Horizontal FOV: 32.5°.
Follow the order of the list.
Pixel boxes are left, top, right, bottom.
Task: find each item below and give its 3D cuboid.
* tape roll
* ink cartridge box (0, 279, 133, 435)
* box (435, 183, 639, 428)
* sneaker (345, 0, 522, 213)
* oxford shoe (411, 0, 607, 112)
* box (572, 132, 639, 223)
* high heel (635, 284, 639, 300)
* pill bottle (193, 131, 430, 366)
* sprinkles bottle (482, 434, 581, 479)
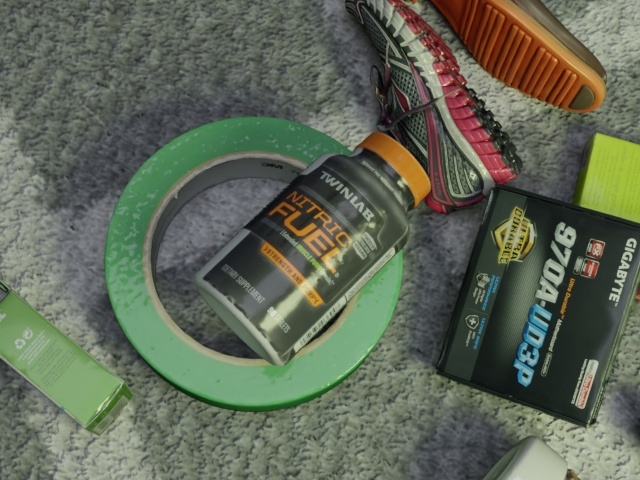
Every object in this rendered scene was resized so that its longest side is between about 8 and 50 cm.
[{"bbox_3d":[-0.072,0.025,1.212,0.321,0.077,0.321,1,76,-3],"label":"tape roll"},{"bbox_3d":[-0.299,0.115,1.158,0.209,0.109,0.062,38,76,6],"label":"ink cartridge box"},{"bbox_3d":[0.238,0.067,1.175,0.175,0.051,0.220,19,92,22],"label":"box"},{"bbox_3d":[0.105,-0.171,1.256,0.112,0.121,0.299,-36,70,20],"label":"sneaker"},{"bbox_3d":[0.210,-0.299,1.287,0.364,0.130,0.133,43,71,7],"label":"oxford shoe"},{"bbox_3d":[0.387,-0.048,1.274,0.178,0.042,0.109,16,76,0],"label":"box"},{"bbox_3d":[0.421,0.119,1.198,0.377,0.127,0.181,24,83,7],"label":"high heel"},{"bbox_3d":[0.000,0.000,1.116,0.130,0.130,0.246,44,77,7],"label":"pill bottle"},{"bbox_3d":[0.314,0.359,1.126,0.355,0.121,0.121,41,77,7],"label":"sprinkles bottle"}]
